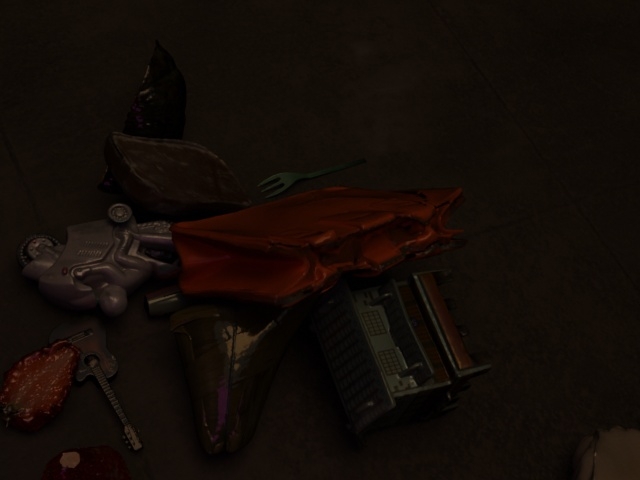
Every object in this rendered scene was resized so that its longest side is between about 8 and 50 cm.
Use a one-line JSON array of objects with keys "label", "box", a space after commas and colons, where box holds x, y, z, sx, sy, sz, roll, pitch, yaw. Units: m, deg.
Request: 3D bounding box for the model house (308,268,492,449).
[{"label": "model house", "box": [0.113, 0.179, 1.504, 0.215, 0.198, 0.224, -10, 61, -20]}]

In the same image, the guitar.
[{"label": "guitar", "box": [-0.323, 0.213, 1.441, 0.088, 0.025, 0.233, -23, 67, -29]}]

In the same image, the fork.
[{"label": "fork", "box": [-0.008, -0.128, 1.792, 0.235, 0.021, 0.039, -20, 68, -29]}]

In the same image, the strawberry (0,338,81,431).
[{"label": "strawberry", "box": [-0.403, 0.212, 1.398, 0.104, 0.048, 0.152, 33, 58, 17]}]

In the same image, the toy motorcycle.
[{"label": "toy motorcycle", "box": [-0.333, 0.044, 1.508, 0.260, 0.110, 0.170, -8, 61, -19]}]

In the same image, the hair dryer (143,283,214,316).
[{"label": "hair dryer", "box": [-0.206, 0.138, 1.523, 0.106, 0.054, 0.154, -16, 67, -22]}]

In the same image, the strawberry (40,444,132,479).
[{"label": "strawberry", "box": [-0.310, 0.333, 1.283, 0.131, 0.148, 0.131, 10, 55, -14]}]

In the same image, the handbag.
[{"label": "handbag", "box": [0.000, 0.000, 1.509, 0.410, 0.304, 0.116, -16, 105, -39]}]

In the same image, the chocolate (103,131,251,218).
[{"label": "chocolate", "box": [-0.248, -0.092, 1.609, 0.254, 0.080, 0.157, 4, 44, -52]}]

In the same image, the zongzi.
[{"label": "zongzi", "box": [-0.080, 0.186, 1.446, 0.256, 0.115, 0.228, -13, 76, -7]}]

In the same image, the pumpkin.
[{"label": "pumpkin", "box": [-0.281, -0.218, 1.674, 0.111, 0.163, 0.278, 20, 54, -7]}]

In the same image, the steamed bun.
[{"label": "steamed bun", "box": [0.480, 0.384, 1.544, 0.183, 0.106, 0.182, 8, 51, -10]}]
